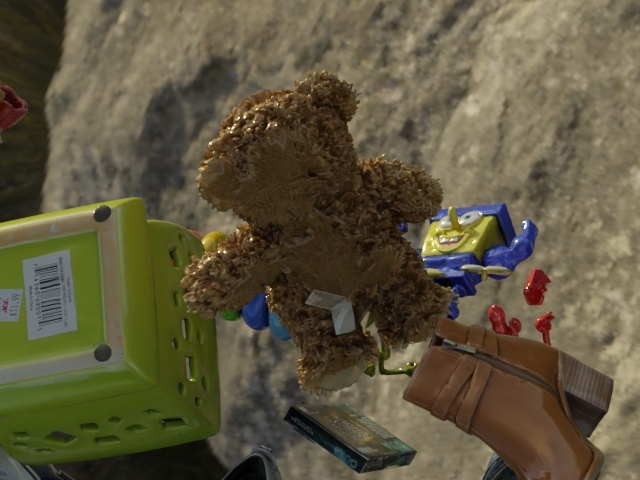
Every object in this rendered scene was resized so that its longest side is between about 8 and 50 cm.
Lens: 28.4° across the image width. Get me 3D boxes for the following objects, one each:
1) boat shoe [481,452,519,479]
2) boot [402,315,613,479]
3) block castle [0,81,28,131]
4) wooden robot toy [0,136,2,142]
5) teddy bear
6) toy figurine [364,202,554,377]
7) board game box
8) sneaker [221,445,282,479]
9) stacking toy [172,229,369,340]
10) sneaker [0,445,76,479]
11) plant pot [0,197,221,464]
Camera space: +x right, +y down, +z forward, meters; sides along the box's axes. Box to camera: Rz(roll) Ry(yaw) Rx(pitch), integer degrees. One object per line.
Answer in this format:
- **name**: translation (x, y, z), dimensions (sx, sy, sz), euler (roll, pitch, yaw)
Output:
- **boat shoe**: translation (0.211, 0.333, 1.515), dimensions (0.078, 0.070, 0.219), euler (27, 112, 12)
- **boot**: translation (0.134, 0.143, 0.961), dimensions (0.152, 0.197, 0.073), euler (22, 125, 4)
- **block castle**: translation (-0.705, -0.264, 2.133), dimensions (0.303, 0.453, 0.213), euler (42, 105, 2)
- **wooden robot toy**: translation (-0.401, -0.069, 1.334), dimensions (0.076, 0.173, 0.079), euler (-16, 101, 27)
- **teddy bear**: translation (0.000, 0.000, 1.135), dimensions (0.245, 0.338, 0.113), euler (-41, 36, 13)
- **toy figurine**: translation (0.169, 0.044, 1.663), dimensions (0.363, 0.191, 0.217), euler (-7, 38, 36)
- **board game box**: translation (0.042, 0.258, 1.666), dimensions (0.126, 0.186, 0.026), euler (33, 97, 23)
- **sneaker**: translation (-0.117, 0.280, 1.101), dimensions (0.105, 0.281, 0.115), euler (8, 117, 23)
- **stacking toy**: translation (-0.105, 0.040, 1.530), dimensions (0.330, 0.141, 0.141), euler (13, 85, 11)
- **sneaker**: translation (-0.325, 0.373, 1.613), dimensions (0.126, 0.127, 0.321), euler (-37, 90, 33)
- **plant pot**: translation (-0.240, 0.087, 1.276), dimensions (0.227, 0.207, 0.228), euler (-11, 68, 8)
